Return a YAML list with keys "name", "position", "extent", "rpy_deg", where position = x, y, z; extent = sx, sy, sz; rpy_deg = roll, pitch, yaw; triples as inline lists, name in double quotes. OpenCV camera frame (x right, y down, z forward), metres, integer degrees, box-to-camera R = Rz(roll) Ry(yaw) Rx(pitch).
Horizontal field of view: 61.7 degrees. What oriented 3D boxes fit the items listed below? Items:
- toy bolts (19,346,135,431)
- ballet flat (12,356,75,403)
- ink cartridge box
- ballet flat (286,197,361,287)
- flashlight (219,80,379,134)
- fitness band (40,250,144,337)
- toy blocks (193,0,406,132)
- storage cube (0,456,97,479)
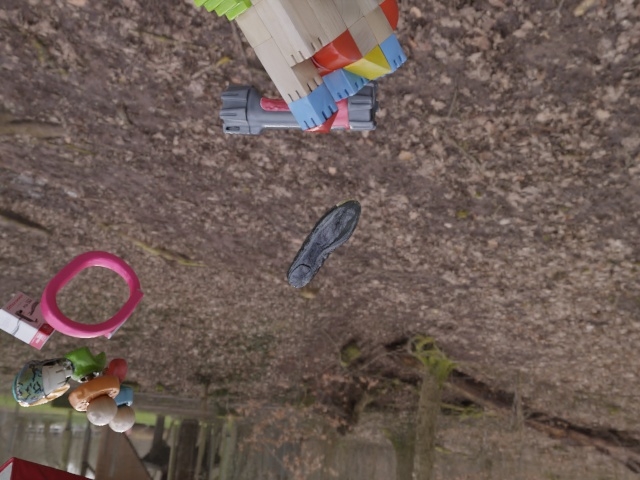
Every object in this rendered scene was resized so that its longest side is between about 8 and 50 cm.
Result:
- name: "toy bolts"
  position: [-0.513, 0.361, 1.187]
  extent: [0.218, 0.158, 0.228]
  rpy_deg: [-31, 158, 1]
- name: "ballet flat"
  position: [-0.458, 0.229, 0.908]
  extent: [0.070, 0.070, 0.188]
  rpy_deg: [7, 176, -13]
- name: "ink cartridge box"
  position: [-0.766, 0.208, 1.410]
  extent: [0.135, 0.099, 0.056]
  rpy_deg: [35, 108, -16]
- name: "ballet flat"
  position: [0.000, 0.000, 0.824]
  extent: [0.057, 0.049, 0.173]
  rpy_deg: [31, 111, -21]
- name: "flashlight"
  position: [-0.042, -0.266, 1.046]
  extent: [0.304, 0.103, 0.103]
  rpy_deg: [5, 134, 13]
- name: "fitness band"
  position: [-0.593, 0.140, 1.413]
  extent: [0.209, 0.291, 0.054]
  rpy_deg: [37, 122, -9]
- name: "toy blocks"
  position: [0.027, -0.349, 0.849]
  extent: [0.191, 0.381, 0.261]
  rpy_deg: [-6, 124, 49]
- name: "storage cube"
  position: [-0.457, 0.491, 0.836]
  extent: [0.215, 0.183, 0.193]
  rpy_deg: [-42, 129, 9]
